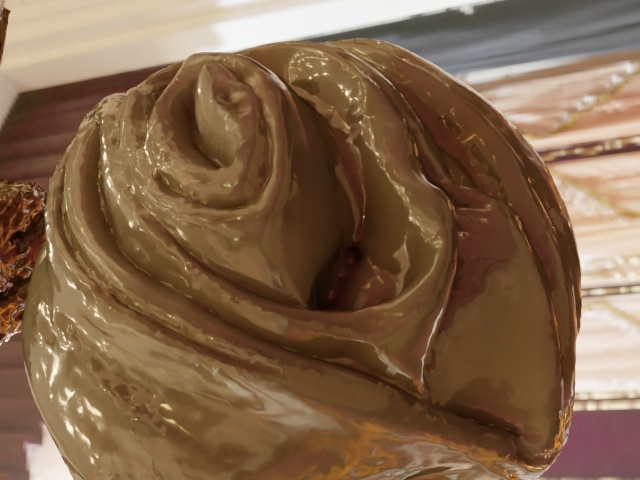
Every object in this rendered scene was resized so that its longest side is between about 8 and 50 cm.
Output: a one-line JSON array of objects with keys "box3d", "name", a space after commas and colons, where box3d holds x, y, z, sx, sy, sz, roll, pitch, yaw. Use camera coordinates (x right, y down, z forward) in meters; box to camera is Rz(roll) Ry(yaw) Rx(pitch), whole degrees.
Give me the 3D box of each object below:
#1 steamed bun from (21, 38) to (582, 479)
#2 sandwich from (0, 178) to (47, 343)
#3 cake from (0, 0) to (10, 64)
[{"box3d": [0.000, 0.009, 0.654, 0.219, 0.324, 0.309, 103, 170, -57], "name": "steamed bun"}, {"box3d": [-0.409, 0.027, 0.933, 0.262, 0.325, 0.131, -47, -39, -62], "name": "sandwich"}, {"box3d": [-0.521, -0.228, 1.282, 0.332, 0.332, 0.321, -46, -15, -56], "name": "cake"}]
